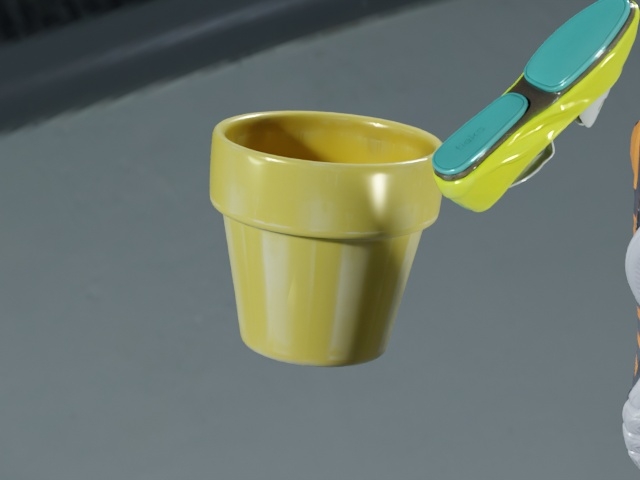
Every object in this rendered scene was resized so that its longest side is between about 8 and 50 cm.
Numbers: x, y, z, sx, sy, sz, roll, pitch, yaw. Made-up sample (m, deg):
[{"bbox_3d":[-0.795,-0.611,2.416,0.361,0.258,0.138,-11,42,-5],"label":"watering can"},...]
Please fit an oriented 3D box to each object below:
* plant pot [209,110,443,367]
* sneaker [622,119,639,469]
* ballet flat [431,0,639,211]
[{"bbox_3d":[0.000,0.000,2.066,0.254,0.239,0.254,5,16,-1],"label":"plant pot"},{"bbox_3d":[0.274,0.030,1.312,0.125,0.321,0.180,2,48,10],"label":"sneaker"},{"bbox_3d":[0.194,-0.112,1.636,0.231,0.077,0.077,-43,35,-2],"label":"ballet flat"}]
